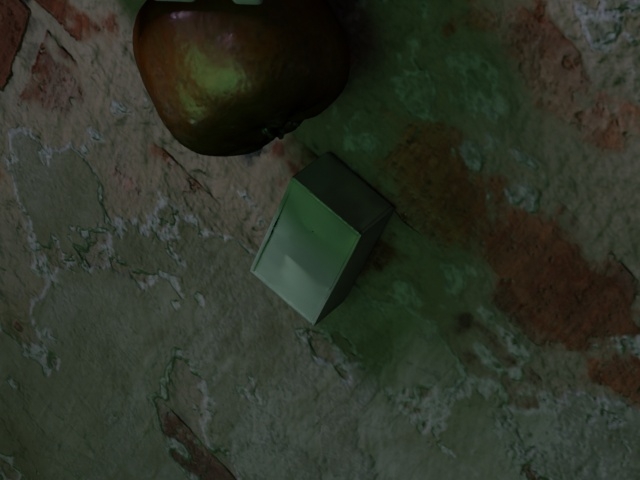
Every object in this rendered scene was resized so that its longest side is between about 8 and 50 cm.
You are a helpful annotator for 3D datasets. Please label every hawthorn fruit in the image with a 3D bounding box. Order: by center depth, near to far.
[{"bbox_3d":[-0.114,-0.268,2.023,0.268,0.268,0.300,-22,94,49],"label":"hawthorn fruit"}]

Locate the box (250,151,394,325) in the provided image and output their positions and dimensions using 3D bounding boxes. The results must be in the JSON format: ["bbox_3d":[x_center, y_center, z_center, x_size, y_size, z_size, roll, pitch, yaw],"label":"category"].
[{"bbox_3d":[0.000,0.000,2.239,0.129,0.086,0.225,41,139,12],"label":"box"}]

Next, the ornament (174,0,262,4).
[{"bbox_3d":[-0.181,-0.448,1.854,0.240,0.239,0.239,4,150,12],"label":"ornament"}]
